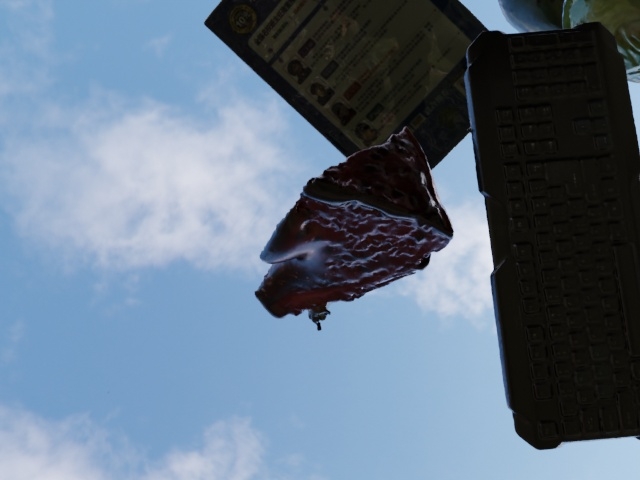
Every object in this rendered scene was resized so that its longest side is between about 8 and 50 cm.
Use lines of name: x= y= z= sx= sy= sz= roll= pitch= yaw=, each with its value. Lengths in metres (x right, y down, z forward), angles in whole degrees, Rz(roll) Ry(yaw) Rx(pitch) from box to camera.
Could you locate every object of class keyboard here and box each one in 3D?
keyboard: x=0.151 y=-0.009 z=0.427 sx=0.106 sy=0.016 sz=0.262 roll=-5 pitch=-100 yaw=1

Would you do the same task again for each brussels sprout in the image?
brussels sprout: x=0.289 y=-0.195 z=0.602 sx=0.155 sy=0.155 sz=0.117 roll=-10 pitch=-67 yaw=-19

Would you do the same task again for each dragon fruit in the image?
dragon fruit: x=0.013 y=0.015 z=0.534 sx=0.092 sy=0.192 sz=0.122 roll=52 pitch=-142 yaw=7

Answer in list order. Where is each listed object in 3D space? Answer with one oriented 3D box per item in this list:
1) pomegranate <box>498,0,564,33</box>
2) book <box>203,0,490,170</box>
pomegranate: x=0.464 y=-0.427 z=1.147 sx=0.341 sy=0.285 sz=0.284 roll=1 pitch=-104 yaw=-45
book: x=0.069 y=-0.302 z=1.086 sx=0.428 sy=0.039 sz=0.300 roll=43 pitch=-76 yaw=-7
